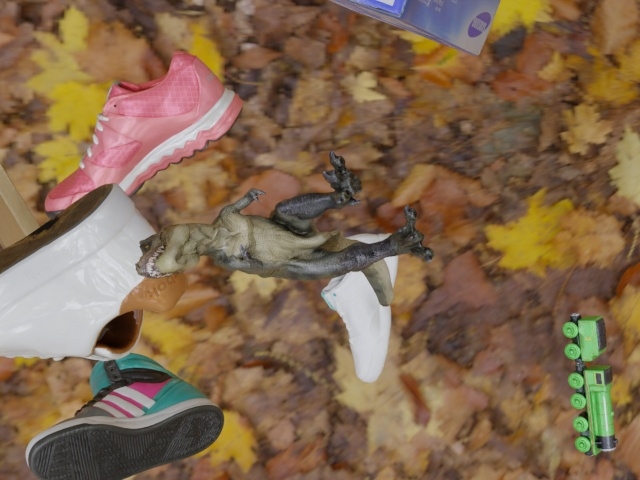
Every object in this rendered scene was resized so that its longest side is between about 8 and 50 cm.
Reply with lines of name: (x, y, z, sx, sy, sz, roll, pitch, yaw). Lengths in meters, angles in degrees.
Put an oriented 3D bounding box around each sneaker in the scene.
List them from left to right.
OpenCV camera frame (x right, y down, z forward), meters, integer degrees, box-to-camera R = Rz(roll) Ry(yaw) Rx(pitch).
sneaker: (-0.222, 0.066, 1.113, 0.290, 0.106, 0.123, -25, 115, 39)
sneaker: (-0.305, 0.244, 2.013, 0.178, 0.295, 0.124, 36, 125, 46)
sneaker: (-0.262, -0.145, 1.907, 0.313, 0.116, 0.136, -33, 109, 12)
sneaker: (0.046, 0.088, 1.881, 0.094, 0.080, 0.212, 1, 110, -8)

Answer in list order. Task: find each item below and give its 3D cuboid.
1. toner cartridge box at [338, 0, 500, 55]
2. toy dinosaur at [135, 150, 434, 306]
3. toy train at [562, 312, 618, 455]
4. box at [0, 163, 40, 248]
toner cartridge box: (0.044, -0.228, 1.181, 0.165, 0.348, 0.075, 24, 99, 14)
toy dinosaur: (0.000, 0.000, 0.931, 0.118, 0.268, 0.064, -26, 66, 36)
toy train: (0.152, 0.081, 0.793, 0.023, 0.017, 0.083, -2, 100, 34)
box: (-0.332, -0.045, 1.446, 0.021, 0.164, 0.201, -36, 124, -19)
